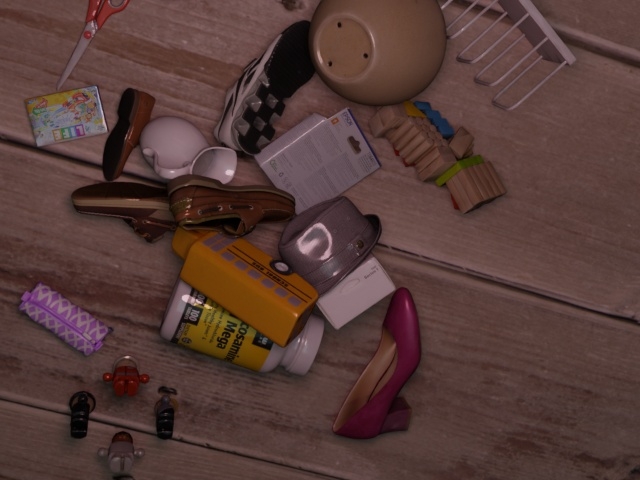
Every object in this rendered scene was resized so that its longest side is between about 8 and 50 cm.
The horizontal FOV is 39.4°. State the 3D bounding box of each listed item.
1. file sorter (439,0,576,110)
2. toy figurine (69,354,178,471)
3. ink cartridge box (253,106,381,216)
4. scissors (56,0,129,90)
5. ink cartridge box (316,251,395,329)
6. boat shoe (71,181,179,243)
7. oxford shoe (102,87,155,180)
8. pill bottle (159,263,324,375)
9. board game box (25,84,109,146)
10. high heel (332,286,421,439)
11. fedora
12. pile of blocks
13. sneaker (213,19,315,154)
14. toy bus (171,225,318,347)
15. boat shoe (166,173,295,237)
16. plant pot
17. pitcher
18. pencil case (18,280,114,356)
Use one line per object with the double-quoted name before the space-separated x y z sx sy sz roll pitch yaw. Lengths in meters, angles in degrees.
"file sorter" 0.366 -0.438 1.897 0.173 0.193 0.278 -41 103 7
"toy figurine" -0.445 0.392 2.022 0.213 0.148 0.209 -42 109 2
"ink cartridge box" -0.002 -0.172 1.929 0.224 0.045 0.223 -33 141 2
"scissors" -0.474 -0.446 1.889 0.108 0.021 0.297 15 99 -11
"ink cartridge box" 0.060 0.088 1.962 0.160 0.219 0.093 -35 105 3
"boat shoe" -0.365 -0.050 1.939 0.341 0.123 0.123 3 109 -18
"oxford shoe" -0.409 -0.220 1.926 0.076 0.076 0.212 7 116 -46
"pill bottle" -0.170 0.180 1.975 0.333 0.188 0.188 20 100 -10
"board game box" -0.542 -0.268 1.918 0.154 0.026 0.104 -13 104 -3
"high heel" 0.127 0.290 2.057 0.181 0.127 0.378 -3 106 -16
"fedora" 0.000 0.000 1.917 0.275 0.243 0.124 -43 109 -22
"pile of blocks" 0.247 -0.198 1.994 0.362 0.149 0.112 45 138 -4
"sneaker" -0.125 -0.336 1.905 0.122 0.146 0.331 45 70 -37
"toy bus" -0.168 0.075 1.839 0.332 0.130 0.108 33 121 12
"boat shoe" -0.177 -0.053 1.838 0.307 0.110 0.105 5 62 -38
"plant pot" 0.087 -0.394 1.787 0.284 0.191 0.284 10 113 24
"pitcher" -0.303 -0.180 1.854 0.177 0.207 0.126 -13 122 -45
"pencil case" -0.568 0.177 1.984 0.206 0.088 0.086 35 94 -11
